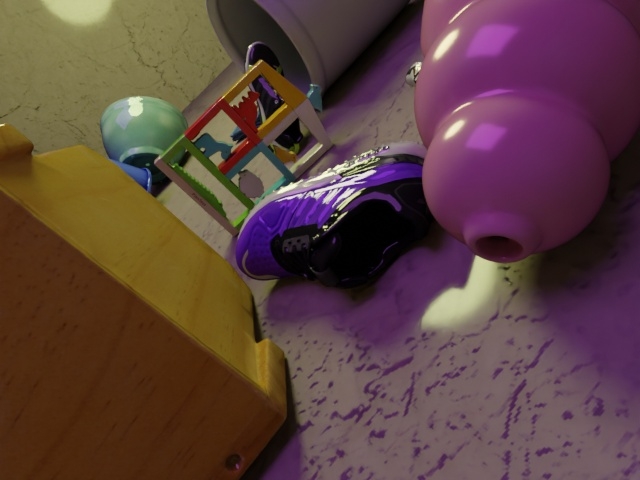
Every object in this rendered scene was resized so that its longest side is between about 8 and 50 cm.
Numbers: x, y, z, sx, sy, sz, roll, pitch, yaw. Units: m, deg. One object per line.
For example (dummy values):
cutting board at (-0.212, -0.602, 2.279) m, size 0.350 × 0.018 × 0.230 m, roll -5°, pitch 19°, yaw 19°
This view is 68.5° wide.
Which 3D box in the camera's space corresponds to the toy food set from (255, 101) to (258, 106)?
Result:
toy food set at (-0.147, -0.450, 1.425) m, size 0.192 × 0.038 × 0.132 m, roll -25°, pitch 26°, yaw 42°

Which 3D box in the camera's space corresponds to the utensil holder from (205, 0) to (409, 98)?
utensil holder at (-0.010, -0.546, 1.062) m, size 0.385 × 0.327 × 0.327 m, roll -49°, pitch 28°, yaw -13°

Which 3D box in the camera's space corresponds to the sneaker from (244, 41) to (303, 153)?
sneaker at (-0.080, -0.289, 0.945) m, size 0.084 × 0.235 × 0.097 m, roll -21°, pitch 10°, yaw -35°

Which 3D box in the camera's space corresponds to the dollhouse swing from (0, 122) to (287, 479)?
dollhouse swing at (-0.251, 0.095, 0.493) m, size 0.315 × 0.347 × 0.305 m, roll -50°, pitch 19°, yaw -10°

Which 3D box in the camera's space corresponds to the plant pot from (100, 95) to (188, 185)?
plant pot at (-0.598, -0.315, 1.612) m, size 0.293 × 0.293 × 0.196 m, roll -30°, pitch 57°, yaw 25°

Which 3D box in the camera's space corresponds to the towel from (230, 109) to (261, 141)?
towel at (-0.200, -0.324, 1.321) m, size 0.119 × 0.029 × 0.067 m, roll -22°, pitch 35°, yaw 37°

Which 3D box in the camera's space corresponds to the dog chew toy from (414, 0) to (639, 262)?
dog chew toy at (0.173, -0.133, 0.401) m, size 0.206 × 0.206 × 0.332 m, roll -11°, pitch 51°, yaw 46°

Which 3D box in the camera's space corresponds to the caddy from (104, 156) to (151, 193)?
caddy at (-0.636, -0.115, 1.463) m, size 0.341 × 0.179 × 0.242 m, roll -5°, pitch 69°, yaw 49°

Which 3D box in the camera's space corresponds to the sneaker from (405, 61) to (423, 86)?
sneaker at (0.162, -0.249, 0.728) m, size 0.044 × 0.040 × 0.109 m, roll -49°, pitch 28°, yaw -4°

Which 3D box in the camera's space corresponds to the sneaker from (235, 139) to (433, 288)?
sneaker at (0.000, -0.001, 0.537) m, size 0.293 × 0.102 × 0.146 m, roll -27°, pitch 33°, yaw 30°

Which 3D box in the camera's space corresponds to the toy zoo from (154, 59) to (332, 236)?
toy zoo at (-0.112, -0.169, 0.819) m, size 0.293 × 0.192 × 0.030 m, roll -43°, pitch 28°, yaw 3°
